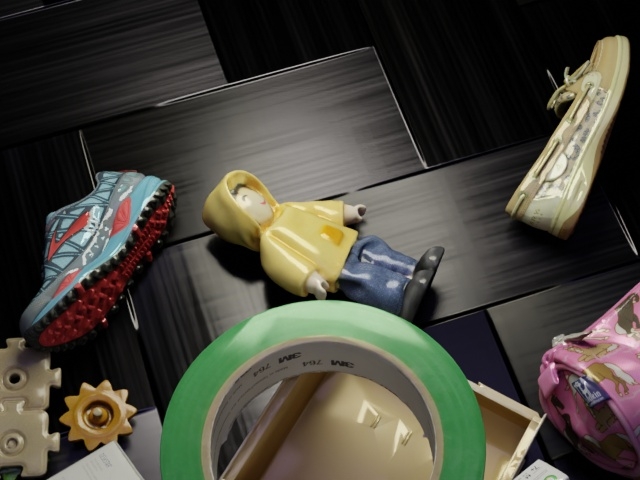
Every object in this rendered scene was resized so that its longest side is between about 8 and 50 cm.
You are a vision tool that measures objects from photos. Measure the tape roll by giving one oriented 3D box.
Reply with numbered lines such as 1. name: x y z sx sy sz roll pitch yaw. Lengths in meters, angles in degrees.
1. tape roll: 0.003 0.217 1.375 0.321 0.077 0.321 -2 59 3

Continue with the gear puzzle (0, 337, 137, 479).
1. gear puzzle: -0.378 0.199 1.559 0.339 0.044 0.175 -3 61 -4

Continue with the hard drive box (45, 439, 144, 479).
1. hard drive box: -0.273 0.323 1.406 0.232 0.181 0.089 -30 109 -13

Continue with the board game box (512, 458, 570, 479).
1. board game box: 0.208 0.386 1.327 0.193 0.305 0.053 -37 27 -17

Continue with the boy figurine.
1. boy figurine: 0.000 0.000 1.617 0.285 0.092 0.177 25 40 9

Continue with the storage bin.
1. storage bin: 0.073 0.236 1.484 0.262 0.123 0.260 27 66 14

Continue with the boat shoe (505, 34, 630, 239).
1. boat shoe: 0.311 -0.140 1.687 0.089 0.104 0.285 19 65 7

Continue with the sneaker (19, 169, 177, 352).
1. sneaker: -0.283 0.021 1.628 0.125 0.104 0.262 22 56 23

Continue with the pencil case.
1. pencil case: 0.424 0.091 1.539 0.386 0.167 0.160 -37 33 -17
